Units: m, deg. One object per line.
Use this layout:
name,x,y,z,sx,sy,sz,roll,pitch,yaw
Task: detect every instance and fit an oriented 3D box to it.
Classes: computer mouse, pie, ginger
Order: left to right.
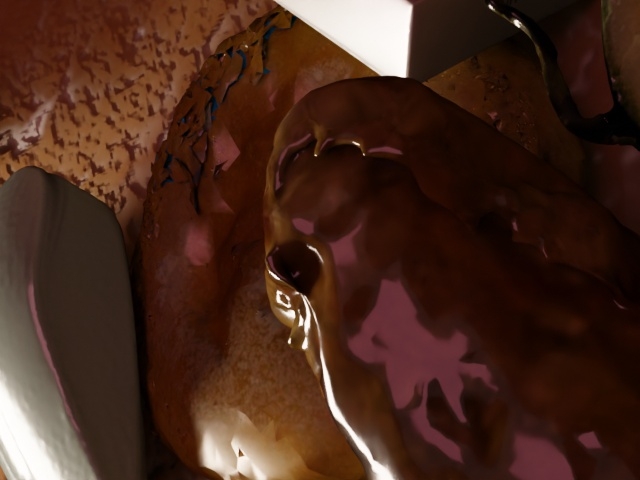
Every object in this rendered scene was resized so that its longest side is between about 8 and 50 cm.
computer mouse,-0.146,0.074,0.733,0.128,0.079,0.230,-36,61,58
pie,0.000,-0.001,0.671,0.273,0.069,0.273,-10,72,33
ginger,0.106,0.074,0.505,0.321,0.165,0.172,29,125,12

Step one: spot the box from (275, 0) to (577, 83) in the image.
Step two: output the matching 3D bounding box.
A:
box,0.044,-0.138,0.628,0.129,0.130,0.051,39,146,33

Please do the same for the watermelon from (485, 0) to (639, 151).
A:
watermelon,0.210,-0.079,0.498,0.232,0.127,0.204,-40,58,18
